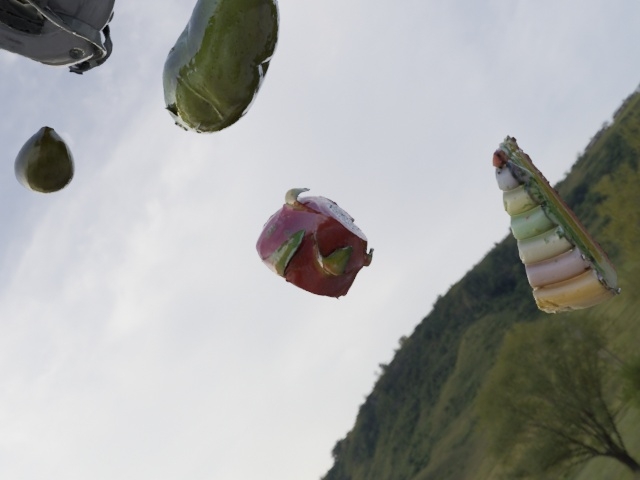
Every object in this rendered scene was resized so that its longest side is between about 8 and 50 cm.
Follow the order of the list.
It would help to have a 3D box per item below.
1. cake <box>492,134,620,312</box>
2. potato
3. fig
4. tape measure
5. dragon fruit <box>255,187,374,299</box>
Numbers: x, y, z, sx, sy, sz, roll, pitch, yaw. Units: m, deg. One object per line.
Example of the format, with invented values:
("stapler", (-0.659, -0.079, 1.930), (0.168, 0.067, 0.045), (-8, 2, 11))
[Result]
("cake", (0.264, -0.017, 0.737), (0.090, 0.225, 0.109), (-37, -4, 33))
("potato", (-0.145, -0.280, 0.889), (0.169, 0.143, 0.248), (-91, 25, -68))
("fig", (-0.355, -0.104, 0.773), (0.074, 0.073, 0.088), (0, -76, -52))
("tape measure", (-0.331, -0.300, 0.662), (0.236, 0.120, 0.197), (13, -58, -34))
("dragon fruit", (0.000, 0.000, 1.472), (0.290, 0.290, 0.189), (7, -57, -54))
